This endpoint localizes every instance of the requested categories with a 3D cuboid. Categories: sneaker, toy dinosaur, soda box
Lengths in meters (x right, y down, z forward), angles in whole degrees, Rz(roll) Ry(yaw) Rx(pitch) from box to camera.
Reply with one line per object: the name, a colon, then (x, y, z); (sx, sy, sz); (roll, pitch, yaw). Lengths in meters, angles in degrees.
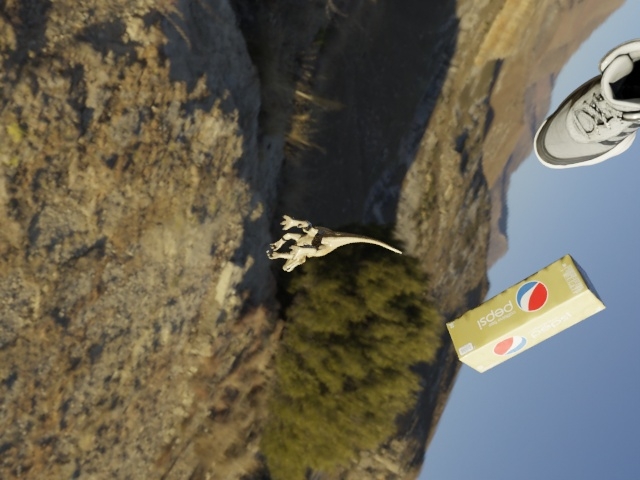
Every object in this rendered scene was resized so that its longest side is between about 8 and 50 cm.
sneaker: (0.338, -0.161, 0.761); (0.153, 0.101, 0.268); (-13, 167, -42)
toy dinosaur: (0.000, 0.000, 0.759); (0.093, 0.183, 0.053); (6, 77, -40)
soda box: (0.256, 0.095, 0.828); (0.181, 0.061, 0.058); (-34, -134, 23)
